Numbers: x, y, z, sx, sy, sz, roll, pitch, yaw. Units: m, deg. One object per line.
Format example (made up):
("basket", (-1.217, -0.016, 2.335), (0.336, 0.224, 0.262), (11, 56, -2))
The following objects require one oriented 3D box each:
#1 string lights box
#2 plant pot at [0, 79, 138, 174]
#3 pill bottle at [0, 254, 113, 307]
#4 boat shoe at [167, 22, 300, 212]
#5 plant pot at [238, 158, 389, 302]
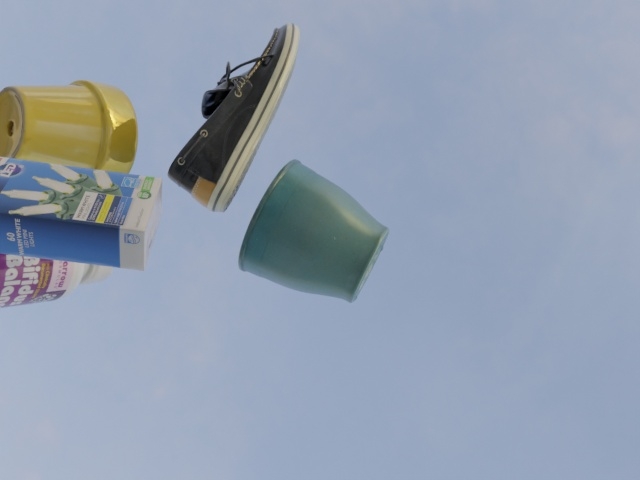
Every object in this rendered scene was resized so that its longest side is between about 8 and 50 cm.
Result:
("string lights box", (-0.365, -0.040, 0.928), (0.260, 0.133, 0.076), (7, -52, -7))
("plant pot", (-0.571, -0.234, 1.441), (0.254, 0.239, 0.254), (0, -90, 39))
("pill bottle", (-0.497, 0.023, 1.079), (0.169, 0.301, 0.169), (4, -84, 38))
("boat shoe", (-0.175, -0.296, 1.434), (0.156, 0.187, 0.500), (25, -113, -3))
("plant pot", (0.000, 0.000, 1.429), (0.255, 0.271, 0.271), (27, -79, 7))
